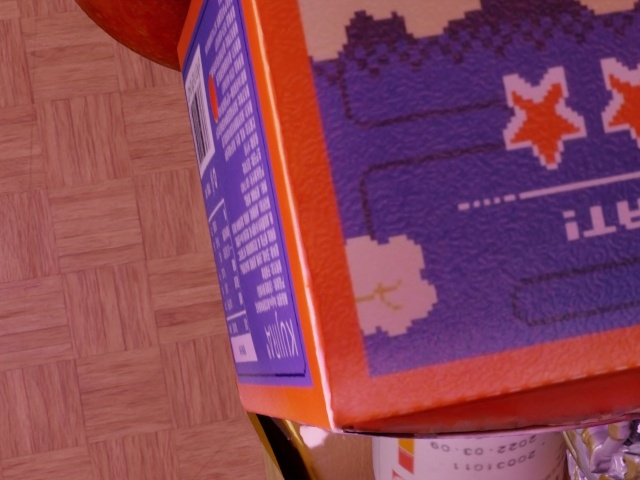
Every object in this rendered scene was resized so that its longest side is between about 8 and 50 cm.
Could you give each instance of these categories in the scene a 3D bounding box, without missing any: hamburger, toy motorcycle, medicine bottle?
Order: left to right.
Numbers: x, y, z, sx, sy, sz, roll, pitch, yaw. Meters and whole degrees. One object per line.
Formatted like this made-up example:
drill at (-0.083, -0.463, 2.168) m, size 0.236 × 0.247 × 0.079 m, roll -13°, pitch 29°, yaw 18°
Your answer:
hamburger at (0.022, 0.216, 1.814) m, size 0.300 × 0.176 × 0.300 m, roll 55°, pitch 164°, yaw 24°
medicine bottle at (0.126, 0.161, 1.256) m, size 0.170 × 0.170 × 0.293 m, roll -110°, pitch 13°, yaw -46°
toy motorcycle at (0.210, 0.124, 1.048) m, size 0.225 × 0.073 × 0.152 m, roll 113°, pitch 149°, yaw -73°

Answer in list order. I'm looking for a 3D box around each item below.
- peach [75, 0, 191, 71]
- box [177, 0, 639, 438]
peach at (-0.139, -0.371, 1.723) m, size 0.388 × 0.388 × 0.388 m, roll 171°, pitch 90°, yaw -80°
box at (0.106, -0.041, 0.782) m, size 0.348 × 0.318 × 0.257 m, roll 153°, pitch 109°, yaw -78°
